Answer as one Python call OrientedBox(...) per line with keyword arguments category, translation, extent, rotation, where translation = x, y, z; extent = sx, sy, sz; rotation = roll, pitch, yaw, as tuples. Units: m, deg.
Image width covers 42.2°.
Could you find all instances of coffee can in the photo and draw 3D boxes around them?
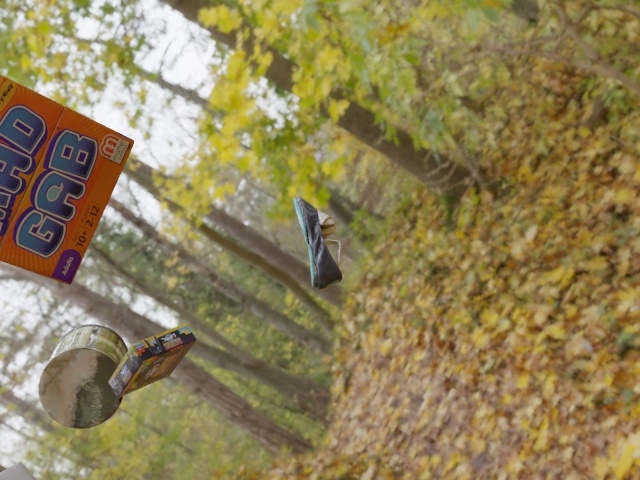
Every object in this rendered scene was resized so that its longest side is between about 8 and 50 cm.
OrientedBox(category="coffee can", translation=(-0.594, 0.338, 2.107), extent=(0.201, 0.201, 0.275), rotation=(-61, 12, 1))

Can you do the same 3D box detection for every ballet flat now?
OrientedBox(category="ballet flat", translation=(0.000, 0.000, 1.544), extent=(0.074, 0.074, 0.203), rotation=(121, 143, -48))

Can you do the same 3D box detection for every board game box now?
OrientedBox(category="board game box", translation=(-0.358, 0.257, 1.767), extent=(0.141, 0.048, 0.170), rotation=(-19, -23, -42))
OrientedBox(category="board game box", translation=(-0.706, -0.156, 1.881), extent=(0.356, 0.356, 0.357), rotation=(18, 84, 55))

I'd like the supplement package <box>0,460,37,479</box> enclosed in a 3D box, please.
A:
OrientedBox(category="supplement package", translation=(-0.716, 0.649, 1.864), extent=(0.149, 0.194, 0.203), rotation=(-55, -15, 30))
